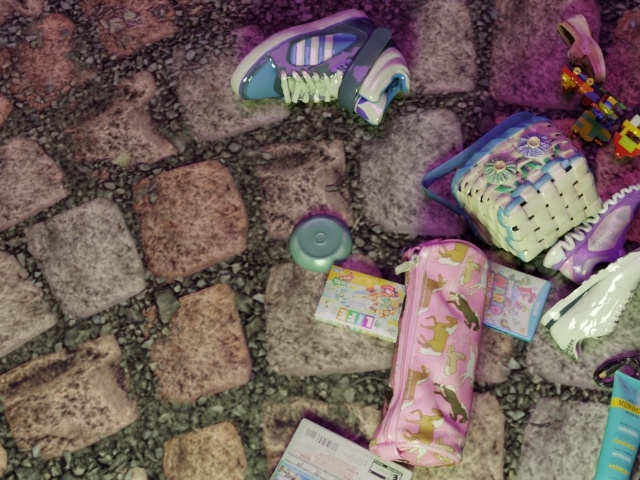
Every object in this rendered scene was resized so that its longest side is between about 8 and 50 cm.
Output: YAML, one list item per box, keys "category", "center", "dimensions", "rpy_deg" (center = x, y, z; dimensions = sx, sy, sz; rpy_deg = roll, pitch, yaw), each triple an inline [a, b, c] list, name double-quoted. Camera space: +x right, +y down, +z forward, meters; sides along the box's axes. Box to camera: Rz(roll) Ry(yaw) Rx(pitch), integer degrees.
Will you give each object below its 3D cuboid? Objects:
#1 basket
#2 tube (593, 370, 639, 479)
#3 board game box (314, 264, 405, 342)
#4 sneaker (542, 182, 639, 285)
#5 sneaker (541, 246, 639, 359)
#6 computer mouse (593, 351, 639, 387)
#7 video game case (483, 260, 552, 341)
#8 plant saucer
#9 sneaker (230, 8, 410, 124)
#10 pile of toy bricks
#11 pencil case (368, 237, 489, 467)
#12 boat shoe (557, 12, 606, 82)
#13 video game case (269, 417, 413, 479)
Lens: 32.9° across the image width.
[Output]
- category: "basket"
  center: [0.349, -0.115, 1.955]
  dimensions: [0.254, 0.201, 0.289]
  rpy_deg: [-37, 33, -8]
- category: "tube"
  center: [0.507, 0.326, 1.815]
  dimensions: [0.080, 0.052, 0.207]
  rpy_deg: [26, 65, -7]
- category: "board game box"
  center: [0.079, 0.114, 1.955]
  dimensions: [0.154, 0.026, 0.103]
  rpy_deg: [15, 68, 11]
- category: "sneaker"
  center: [0.514, -0.004, 1.944]
  dimensions: [0.236, 0.095, 0.104]
  rpy_deg: [-41, 75, -8]
- category: "sneaker"
  center: [0.490, 0.103, 1.853]
  dimensions: [0.235, 0.090, 0.095]
  rpy_deg: [-47, 68, 30]
- category: "computer mouse"
  center: [0.572, 0.174, 1.880]
  dimensions: [0.242, 0.041, 0.071]
  rpy_deg: [-38, 69, -12]
- category: "video game case"
  center: [0.318, 0.101, 1.948]
  dimensions: [0.166, 0.015, 0.119]
  rpy_deg: [19, 68, 13]
- category: "plant saucer"
  center: [0.000, 0.000, 2.016]
  dimensions: [0.119, 0.021, 0.119]
  rpy_deg: [-2, 65, 4]
- category: "sneaker"
  center: [0.015, -0.302, 2.092]
  dimensions: [0.322, 0.130, 0.236]
  rpy_deg: [-27, 62, -14]
- category: "pile of toy bricks"
  center: [0.518, -0.232, 2.049]
  dimensions: [0.212, 0.118, 0.105]
  rpy_deg: [40, 102, 3]
- category: "pencil case"
  center: [0.186, 0.193, 1.826]
  dimensions: [0.167, 0.160, 0.386]
  rpy_deg: [11, 71, -4]
- category: "boat shoe"
  center: [0.511, -0.370, 2.126]
  dimensions: [0.059, 0.063, 0.170]
  rpy_deg: [-15, 56, 1]
- category: "video game case"
  center: [0.019, 0.429, 1.819]
  dimensions: [0.212, 0.023, 0.193]
  rpy_deg: [24, 69, 14]
